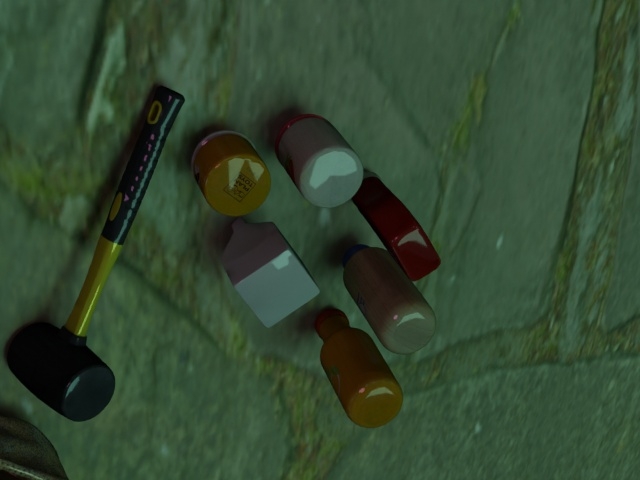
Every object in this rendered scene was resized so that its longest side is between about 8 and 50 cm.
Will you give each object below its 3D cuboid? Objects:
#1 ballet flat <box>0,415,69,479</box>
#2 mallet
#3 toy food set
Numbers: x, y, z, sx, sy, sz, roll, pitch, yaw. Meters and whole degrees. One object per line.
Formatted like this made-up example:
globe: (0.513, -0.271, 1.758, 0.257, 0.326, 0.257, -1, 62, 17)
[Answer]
ballet flat: (-0.237, 0.121, 0.605, 0.316, 0.106, 0.108, 16, 108, -50)
mallet: (-0.111, 0.010, 0.677, 0.039, 0.062, 0.190, 13, 110, -51)
toy food set: (0.000, 0.000, 0.784, 0.111, 0.104, 0.232, -35, 124, 2)
